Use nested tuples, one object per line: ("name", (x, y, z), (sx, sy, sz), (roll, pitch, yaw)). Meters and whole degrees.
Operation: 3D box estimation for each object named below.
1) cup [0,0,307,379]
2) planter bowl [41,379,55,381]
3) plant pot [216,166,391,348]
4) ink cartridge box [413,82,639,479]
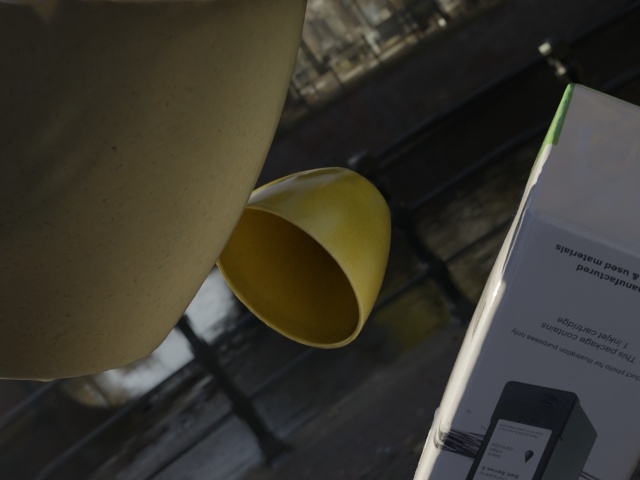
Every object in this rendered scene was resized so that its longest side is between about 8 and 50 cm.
("cup", (-0.178, -0.052, 0.812), (0.331, 0.237, 0.331), (3, 15, -1))
("planter bowl", (-0.304, 0.085, 1.382), (0.217, 0.217, 0.090), (-22, 24, 53))
("plant pot", (0.000, 0.000, 0.976), (0.095, 0.134, 0.134), (-47, 14, -35))
("ink cartridge box", (0.149, 0.070, 0.815), (0.198, 0.115, 0.273), (-59, -12, -57))
